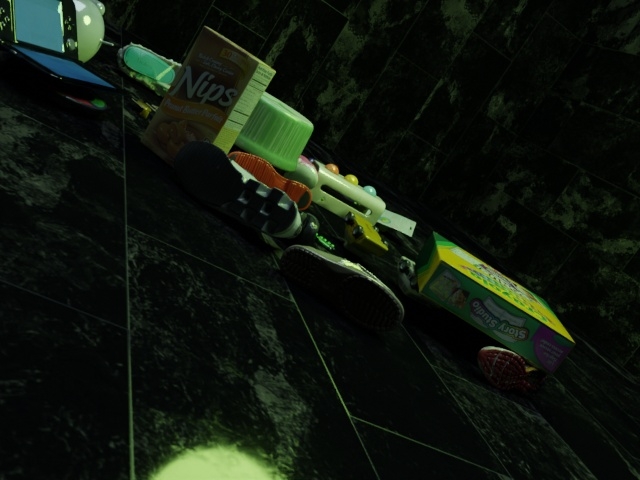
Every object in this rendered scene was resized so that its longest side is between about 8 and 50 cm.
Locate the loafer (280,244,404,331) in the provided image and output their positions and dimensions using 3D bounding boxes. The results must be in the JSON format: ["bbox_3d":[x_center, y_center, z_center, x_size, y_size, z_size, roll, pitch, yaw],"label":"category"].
[{"bbox_3d":[0.050,0.084,1.373,0.269,0.101,0.092,33,18,2],"label":"loafer"}]

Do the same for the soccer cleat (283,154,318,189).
[{"bbox_3d":[-0.161,-0.254,2.188,0.331,0.116,0.143,35,28,21],"label":"soccer cleat"}]

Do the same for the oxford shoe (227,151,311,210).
[{"bbox_3d":[-0.156,-0.157,1.872,0.271,0.096,0.098,31,-8,-31],"label":"oxford shoe"}]

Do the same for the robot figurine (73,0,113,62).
[{"bbox_3d":[-0.726,-0.599,1.839,0.353,0.199,0.300,36,52,13],"label":"robot figurine"}]

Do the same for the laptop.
[{"bbox_3d":[0.423,0.238,1.923,0.264,0.137,0.234,56,3,-25],"label":"laptop"}]

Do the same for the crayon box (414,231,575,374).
[{"bbox_3d":[0.414,0.140,1.696,0.363,0.106,0.313,31,13,-2],"label":"crayon box"}]

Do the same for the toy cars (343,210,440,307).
[{"bbox_3d":[0.181,0.061,1.847,0.394,0.087,0.176,42,16,24],"label":"toy cars"}]

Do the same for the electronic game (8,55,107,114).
[{"bbox_3d":[-0.600,-0.358,1.580,0.229,0.048,0.229,32,12,-7],"label":"electronic game"}]

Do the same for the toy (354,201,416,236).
[{"bbox_3d":[0.221,-0.071,2.494,0.237,0.056,0.137,26,28,3],"label":"toy"}]

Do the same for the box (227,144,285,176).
[{"bbox_3d":[-0.211,-0.231,1.995,0.147,0.077,0.180,40,14,31],"label":"box"}]

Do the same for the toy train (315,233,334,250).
[{"bbox_3d":[0.000,0.000,1.774,0.083,0.017,0.024,37,22,16],"label":"toy train"}]

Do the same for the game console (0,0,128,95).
[{"bbox_3d":[-0.587,-0.464,1.562,0.174,0.250,0.293,0,4,16],"label":"game console"}]

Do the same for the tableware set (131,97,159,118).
[{"bbox_3d":[-0.471,-0.357,1.969,0.104,0.024,0.154,40,12,15],"label":"tableware set"}]

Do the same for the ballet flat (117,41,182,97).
[{"bbox_3d":[-0.506,-0.541,2.365,0.409,0.147,0.147,29,13,-22],"label":"ballet flat"}]

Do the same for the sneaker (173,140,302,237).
[{"bbox_3d":[-0.181,-0.096,1.517,0.331,0.122,0.146,36,-6,17],"label":"sneaker"}]

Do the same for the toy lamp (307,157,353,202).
[{"bbox_3d":[0.030,-0.218,2.559,0.080,0.080,0.275,19,17,-48],"label":"toy lamp"}]

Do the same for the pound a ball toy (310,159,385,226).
[{"bbox_3d":[0.049,-0.185,2.340,0.319,0.135,0.208,29,13,-21],"label":"pound a ball toy"}]

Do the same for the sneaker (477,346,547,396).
[{"bbox_3d":[0.421,0.293,1.573,0.225,0.088,0.093,32,2,-39],"label":"sneaker"}]

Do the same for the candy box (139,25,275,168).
[{"bbox_3d":[-0.266,-0.311,1.605,0.183,0.316,0.088,37,13,20],"label":"candy box"}]

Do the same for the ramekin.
[{"bbox_3d":[-0.168,-0.338,1.981,0.303,0.148,0.303,31,12,-7],"label":"ramekin"}]

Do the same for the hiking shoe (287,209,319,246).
[{"bbox_3d":[-0.091,-0.053,1.604,0.114,0.086,0.227,26,4,-34],"label":"hiking shoe"}]
